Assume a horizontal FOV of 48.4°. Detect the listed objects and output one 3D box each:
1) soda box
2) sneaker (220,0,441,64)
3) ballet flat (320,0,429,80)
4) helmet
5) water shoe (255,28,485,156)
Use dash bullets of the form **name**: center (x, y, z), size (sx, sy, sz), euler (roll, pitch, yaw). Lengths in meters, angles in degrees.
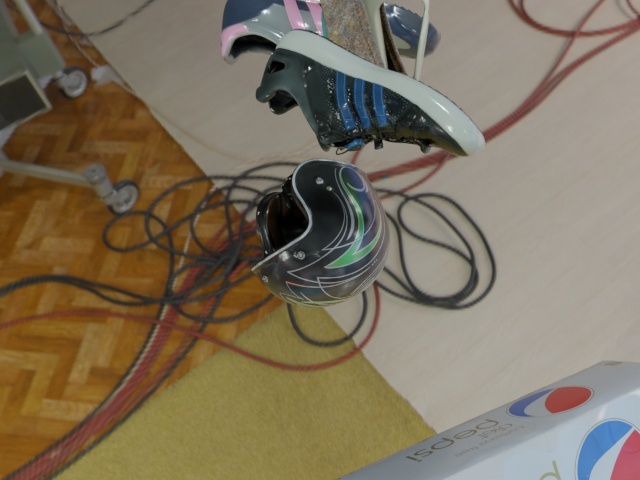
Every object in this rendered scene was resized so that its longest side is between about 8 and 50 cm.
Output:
- **soda box**: center (0.112, 0.134, 0.391), size (0.216, 0.069, 0.074), euler (-16, 89, -23)
- **sneaker**: center (0.006, -0.279, 1.017), size (0.319, 0.112, 0.131), euler (16, 84, 17)
- **ballet flat**: center (0.044, -0.241, 0.655), size (0.106, 0.316, 0.107), euler (-2, 37, 20)
- **helmet**: center (0.000, 0.000, 0.851), size (0.169, 0.169, 0.161), euler (-7, 73, 6)
- **water shoe**: center (0.037, -0.100, 0.581), size (0.203, 0.073, 0.080), euler (33, 94, 28)
